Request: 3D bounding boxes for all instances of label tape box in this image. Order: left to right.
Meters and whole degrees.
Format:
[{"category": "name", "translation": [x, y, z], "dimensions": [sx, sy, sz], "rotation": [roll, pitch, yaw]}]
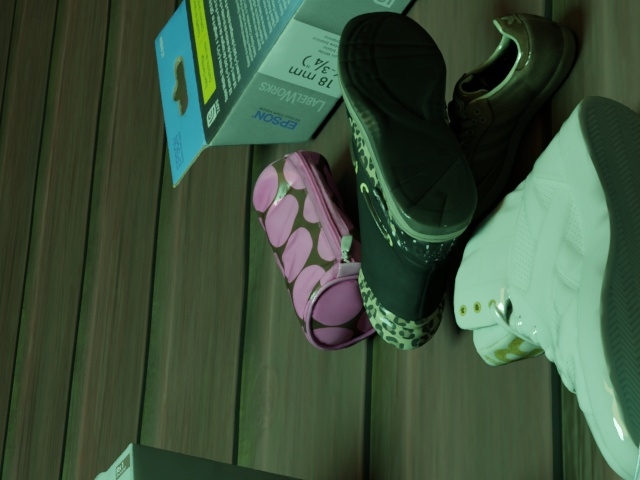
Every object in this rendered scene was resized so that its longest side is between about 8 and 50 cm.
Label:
[{"category": "label tape box", "translation": [-0.045, -0.233, 1.425], "dimensions": [0.333, 0.106, 0.240], "rotation": [-52, 36, 38]}]

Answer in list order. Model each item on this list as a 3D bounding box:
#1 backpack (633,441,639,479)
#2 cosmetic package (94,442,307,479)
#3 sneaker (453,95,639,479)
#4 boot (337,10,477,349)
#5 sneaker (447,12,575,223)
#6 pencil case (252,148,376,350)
[{"category": "backpack", "translation": [0.250, 0.114, 0.707], "dimensions": [0.166, 0.144, 0.188], "rotation": [-1, 74, 66]}, {"category": "cosmetic package", "translation": [-0.075, 0.255, 1.123], "dimensions": [0.127, 0.238, 0.107], "rotation": [-51, 37, 39]}, {"category": "sneaker", "translation": [0.172, 0.062, 0.919], "dimensions": [0.169, 0.108, 0.292], "rotation": [-50, 28, 41]}, {"category": "boot", "translation": [0.057, -0.048, 1.101], "dimensions": [0.178, 0.085, 0.236], "rotation": [96, 165, -50]}, {"category": "sneaker", "translation": [0.125, -0.098, 1.096], "dimensions": [0.188, 0.071, 0.066], "rotation": [-62, 31, 23]}, {"category": "pencil case", "translation": [0.000, 0.000, 1.260], "dimensions": [0.209, 0.095, 0.098], "rotation": [-118, 14, -48]}]
